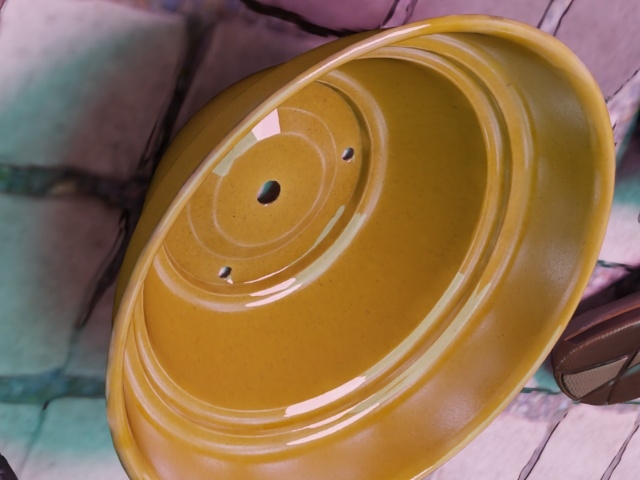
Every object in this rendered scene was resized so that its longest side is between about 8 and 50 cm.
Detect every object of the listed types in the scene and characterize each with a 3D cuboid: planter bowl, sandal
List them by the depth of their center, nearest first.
[{"bbox_3d":[0.000,0.000,0.492,0.217,0.090,0.217,-21,131,-26],"label":"planter bowl"},{"bbox_3d":[0.223,0.032,0.726,0.219,0.060,0.090,-17,132,-9],"label":"sandal"}]

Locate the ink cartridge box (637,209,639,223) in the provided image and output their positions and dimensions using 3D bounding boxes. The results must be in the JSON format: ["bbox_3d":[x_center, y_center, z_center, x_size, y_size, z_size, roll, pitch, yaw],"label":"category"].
[{"bbox_3d":[0.334,-0.049,0.629,0.333,0.065,0.165,15,107,3],"label":"ink cartridge box"}]

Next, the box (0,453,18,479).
[{"bbox_3d":[-0.141,0.180,0.449,0.077,0.180,0.147,14,110,-42],"label":"box"}]
